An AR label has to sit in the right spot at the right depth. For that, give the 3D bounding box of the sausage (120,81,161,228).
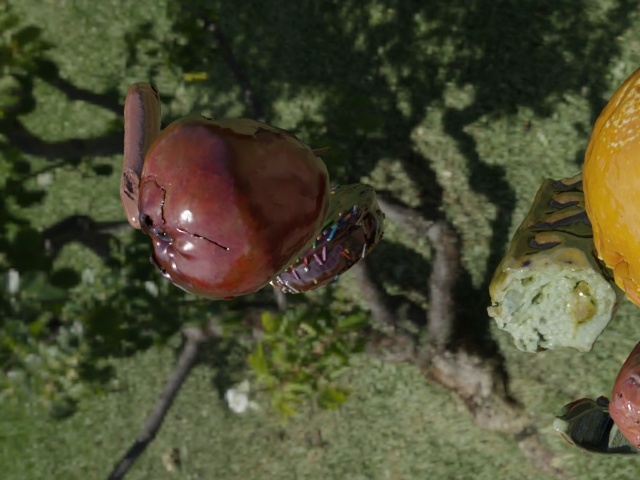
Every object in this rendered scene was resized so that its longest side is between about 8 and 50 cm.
[{"bbox_3d":[-0.183,-0.093,1.133,0.043,0.043,0.186,-45,38,40],"label":"sausage"}]

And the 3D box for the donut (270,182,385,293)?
[{"bbox_3d":[0.000,0.000,1.751,0.235,0.235,0.089,-13,116,49],"label":"donut"}]

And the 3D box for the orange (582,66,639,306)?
[{"bbox_3d":[0.421,-0.044,1.125,0.293,0.340,0.340,-36,60,10],"label":"orange"}]

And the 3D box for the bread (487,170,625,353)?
[{"bbox_3d":[0.389,0.034,1.752,0.196,0.252,0.238,24,128,6],"label":"bread"}]

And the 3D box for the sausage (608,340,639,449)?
[{"bbox_3d":[0.265,0.109,0.850,0.076,0.141,0.076,14,119,27],"label":"sausage"}]

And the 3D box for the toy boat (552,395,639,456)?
[{"bbox_3d":[0.395,0.266,1.570,0.089,0.185,0.071,-70,22,10],"label":"toy boat"}]

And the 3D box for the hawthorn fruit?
[{"bbox_3d":[-0.058,-0.035,0.857,0.148,0.172,0.148,47,151,37],"label":"hawthorn fruit"}]
